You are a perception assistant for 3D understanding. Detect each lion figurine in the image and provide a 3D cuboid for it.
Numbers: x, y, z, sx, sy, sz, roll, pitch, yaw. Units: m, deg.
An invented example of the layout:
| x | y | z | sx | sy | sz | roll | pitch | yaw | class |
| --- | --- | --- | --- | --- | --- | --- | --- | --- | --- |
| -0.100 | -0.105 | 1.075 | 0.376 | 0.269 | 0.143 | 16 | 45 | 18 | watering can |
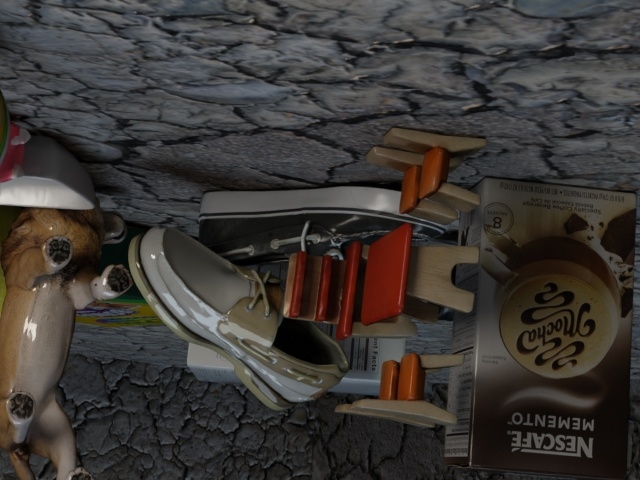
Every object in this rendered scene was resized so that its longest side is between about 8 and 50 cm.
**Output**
| x | y | z | sx | sy | sz | roll | pitch | yaw | class |
| --- | --- | --- | --- | --- | --- | --- | --- | --- | --- |
| -0.308 | 0.117 | 1.460 | 0.142 | 0.392 | 0.240 | 23 | 167 | -26 | lion figurine |

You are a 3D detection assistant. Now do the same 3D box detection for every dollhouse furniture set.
| x | y | z | sx | sy | sz | roll | pitch | yaw | class |
| --- | --- | --- | --- | --- | --- | --- | --- | --- | --- |
| 0.052 | 0.041 | 1.279 | 0.135 | 0.262 | 0.259 | 9 | 170 | -9 | dollhouse furniture set |

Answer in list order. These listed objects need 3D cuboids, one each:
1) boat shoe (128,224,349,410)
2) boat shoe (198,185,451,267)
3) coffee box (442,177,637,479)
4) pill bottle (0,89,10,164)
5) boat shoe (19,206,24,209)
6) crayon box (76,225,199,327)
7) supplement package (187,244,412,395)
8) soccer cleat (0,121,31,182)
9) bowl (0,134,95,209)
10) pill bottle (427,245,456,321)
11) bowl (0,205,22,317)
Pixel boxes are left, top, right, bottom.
| x | y | z | sx | sy | sz | roll | pitch | yaw | class |
| --- | --- | --- | --- | --- | --- | --- | --- | --- | --- |
| -0.083 | 0.075 | 1.464 | 0.103 | 0.113 | 0.302 | -23 | 133 | 28 | boat shoe |
| -0.002 | -0.001 | 1.482 | 0.306 | 0.105 | 0.113 | 1 | 169 | 20 | boat shoe |
| 0.229 | 0.097 | 1.387 | 0.168 | 0.297 | 0.119 | 5 | 170 | -7 | coffee box |
| -0.320 | -0.110 | 0.953 | 0.136 | 0.136 | 0.245 | 4 | 169 | 3 | pill bottle |
| -0.448 | -0.019 | 1.653 | 0.228 | 0.068 | 0.081 | 6 | 136 | -9 | boat shoe |
| -0.323 | 0.055 | 1.912 | 0.313 | 0.106 | 0.363 | 14 | 166 | -42 | crayon box |
| -0.025 | 0.086 | 1.702 | 0.263 | 0.198 | 0.199 | 5 | 169 | -1 | supplement package |
| -0.364 | -0.101 | 1.188 | 0.095 | 0.083 | 0.248 | 4 | 173 | 27 | soccer cleat |
| -0.311 | -0.073 | 1.370 | 0.142 | 0.053 | 0.142 | 3 | 170 | 9 | bowl |
| 0.253 | 0.065 | 1.684 | 0.219 | 0.123 | 0.123 | 7 | 169 | -13 | pill bottle |
| -0.477 | 0.069 | 1.580 | 0.289 | 0.156 | 0.289 | -1 | 138 | -1 | bowl |
